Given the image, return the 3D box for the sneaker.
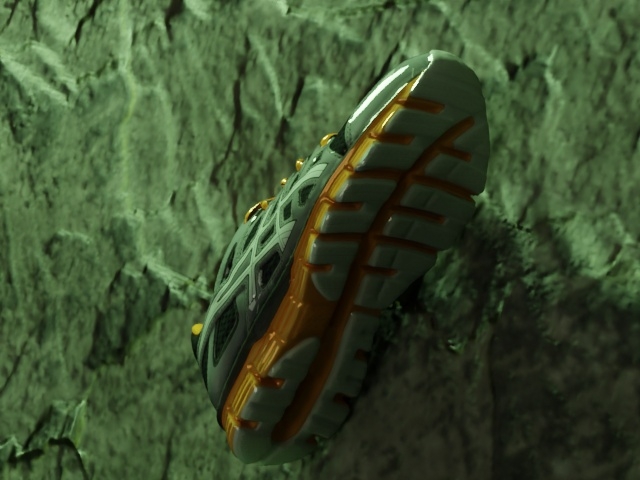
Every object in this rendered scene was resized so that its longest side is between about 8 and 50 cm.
[{"bbox_3d":[0.000,0.000,0.841,0.215,0.084,0.083,-58,44,17],"label":"sneaker"}]
